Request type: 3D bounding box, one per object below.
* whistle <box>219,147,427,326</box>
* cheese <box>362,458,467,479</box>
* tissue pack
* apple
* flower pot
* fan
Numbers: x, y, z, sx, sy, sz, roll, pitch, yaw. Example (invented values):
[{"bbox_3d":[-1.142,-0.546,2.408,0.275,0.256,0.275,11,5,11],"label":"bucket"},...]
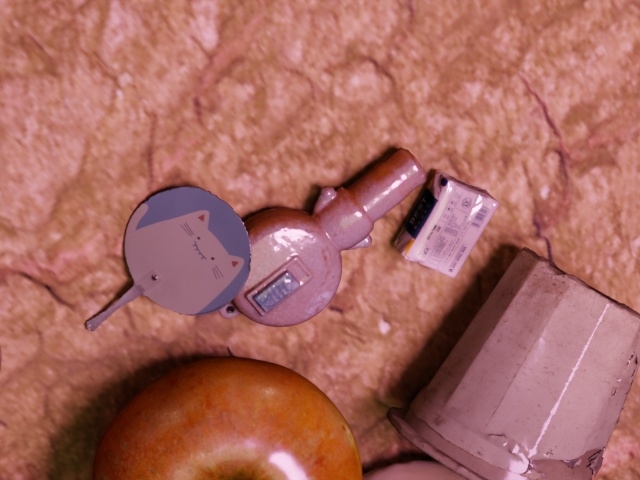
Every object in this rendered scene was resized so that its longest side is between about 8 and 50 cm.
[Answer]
[{"bbox_3d":[0.000,0.000,1.188,0.220,0.057,0.107,-38,116,1],"label":"whistle"},{"bbox_3d":[0.080,0.342,1.324,0.173,0.251,0.248,7,76,-5],"label":"cheese"},{"bbox_3d":[0.113,-0.015,1.220,0.062,0.042,0.083,21,107,-25],"label":"tissue pack"},{"bbox_3d":[-0.079,0.210,1.196,0.236,0.207,0.237,-1,98,-6],"label":"apple"},{"bbox_3d":[0.202,0.131,1.233,0.212,0.212,0.203,29,95,-25],"label":"flower pot"},{"bbox_3d":[-0.138,0.028,1.167,0.175,0.005,0.113,-36,94,17],"label":"fan"}]
